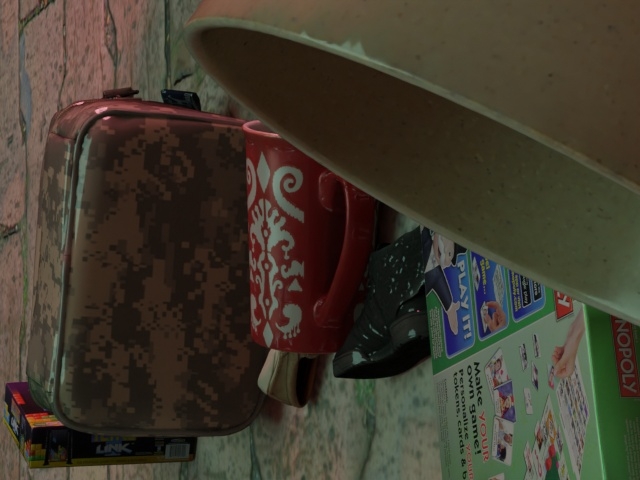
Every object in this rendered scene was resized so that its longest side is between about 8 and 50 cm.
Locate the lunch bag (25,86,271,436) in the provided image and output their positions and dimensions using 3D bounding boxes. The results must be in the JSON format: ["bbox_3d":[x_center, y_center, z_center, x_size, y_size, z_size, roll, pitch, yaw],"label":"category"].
[{"bbox_3d":[-0.166,0.013,1.674,0.256,0.212,0.305,-165,79,-68],"label":"lunch bag"}]

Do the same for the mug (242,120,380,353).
[{"bbox_3d":[-0.009,-0.001,1.400,0.150,0.113,0.169,-57,-30,-77],"label":"mug"}]

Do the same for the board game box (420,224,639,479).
[{"bbox_3d":[0.133,0.090,1.130,0.213,0.046,0.317,143,126,-62],"label":"board game box"}]

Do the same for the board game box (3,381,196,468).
[{"bbox_3d":[-0.228,0.185,1.874,0.141,0.170,0.048,-143,56,-64],"label":"board game box"}]

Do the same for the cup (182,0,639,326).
[{"bbox_3d":[0.135,-0.117,0.847,0.237,0.331,0.331,-63,20,-7],"label":"cup"}]

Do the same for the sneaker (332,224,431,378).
[{"bbox_3d":[0.056,0.043,1.331,0.170,0.051,0.089,-34,57,59],"label":"sneaker"}]

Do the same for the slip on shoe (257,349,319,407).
[{"bbox_3d":[-0.013,0.080,1.515,0.041,0.051,0.135,36,121,26],"label":"slip on shoe"}]
